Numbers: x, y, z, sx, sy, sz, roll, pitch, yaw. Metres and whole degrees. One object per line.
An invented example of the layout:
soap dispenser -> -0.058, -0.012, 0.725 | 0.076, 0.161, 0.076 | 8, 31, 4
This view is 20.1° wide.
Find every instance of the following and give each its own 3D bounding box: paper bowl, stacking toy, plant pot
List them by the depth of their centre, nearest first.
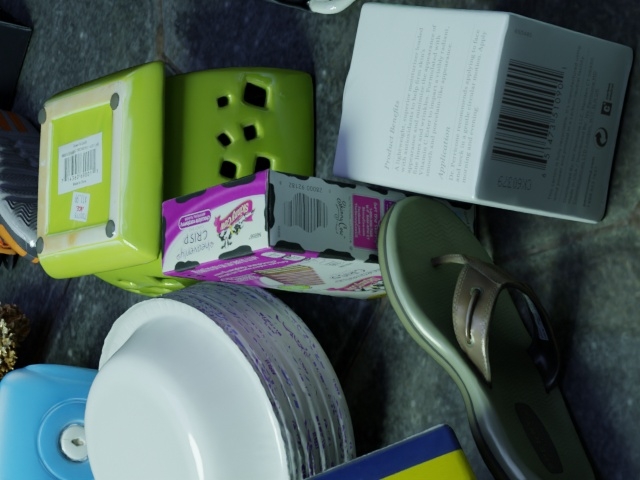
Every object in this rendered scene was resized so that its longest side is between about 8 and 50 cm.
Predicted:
paper bowl -> -0.111, 0.186, 1.688 | 0.284, 0.148, 0.284 | 18, 115, 45
plant pot -> -0.156, -0.061, 1.803 | 0.228, 0.207, 0.227 | -9, 77, 51
stacking toy -> -0.317, 0.242, 2.024 | 0.302, 0.175, 0.166 | 153, 123, -62

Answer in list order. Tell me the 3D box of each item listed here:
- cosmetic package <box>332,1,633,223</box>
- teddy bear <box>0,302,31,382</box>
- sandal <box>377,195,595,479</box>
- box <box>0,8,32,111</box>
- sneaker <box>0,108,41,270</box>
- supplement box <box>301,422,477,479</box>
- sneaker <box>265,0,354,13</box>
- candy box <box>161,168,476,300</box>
cosmetic package -> 0.132, -0.106, 1.491 | 0.183, 0.151, 0.151 | 15, 95, 51
teddy bear -> -0.419, 0.183, 2.119 | 0.338, 0.113, 0.245 | -39, 33, 58
sandal -> 0.151, 0.082, 1.469 | 0.086, 0.120, 0.303 | -52, 56, 39
box -> -0.563, -0.181, 2.359 | 0.312, 0.179, 0.343 | 36, 111, 50
sneaker -> -0.370, -0.016, 2.152 | 0.321, 0.124, 0.180 | 55, 130, 54
supplement box -> 0.087, 0.358, 1.374 | 0.194, 0.195, 0.356 | 72, 176, -57
sneaker -> -0.044, -0.285, 1.766 | 0.321, 0.126, 0.127 | -13, 68, 48
candy box -> 0.000, 0.000, 1.573 | 0.159, 0.233, 0.071 | -14, 73, 51
